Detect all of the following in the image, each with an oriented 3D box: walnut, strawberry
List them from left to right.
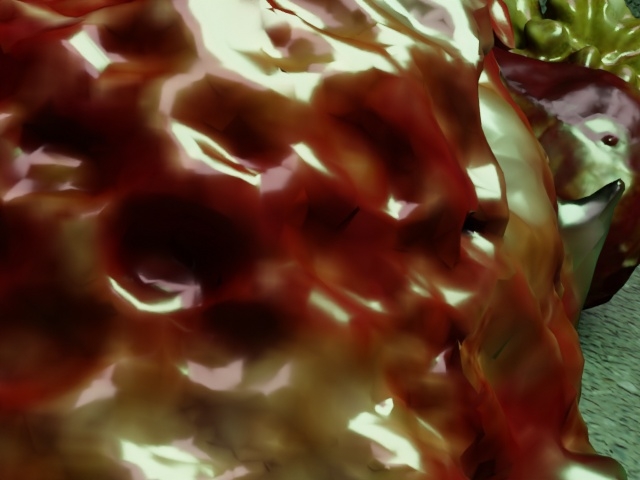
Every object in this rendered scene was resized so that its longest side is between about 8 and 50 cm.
[{"bbox_3d":[-0.080,0.040,0.419,0.310,0.292,0.292,11,22,-37],"label":"strawberry"},{"bbox_3d":[0.145,-0.081,1.342,0.269,0.244,0.222,24,18,13],"label":"walnut"}]
